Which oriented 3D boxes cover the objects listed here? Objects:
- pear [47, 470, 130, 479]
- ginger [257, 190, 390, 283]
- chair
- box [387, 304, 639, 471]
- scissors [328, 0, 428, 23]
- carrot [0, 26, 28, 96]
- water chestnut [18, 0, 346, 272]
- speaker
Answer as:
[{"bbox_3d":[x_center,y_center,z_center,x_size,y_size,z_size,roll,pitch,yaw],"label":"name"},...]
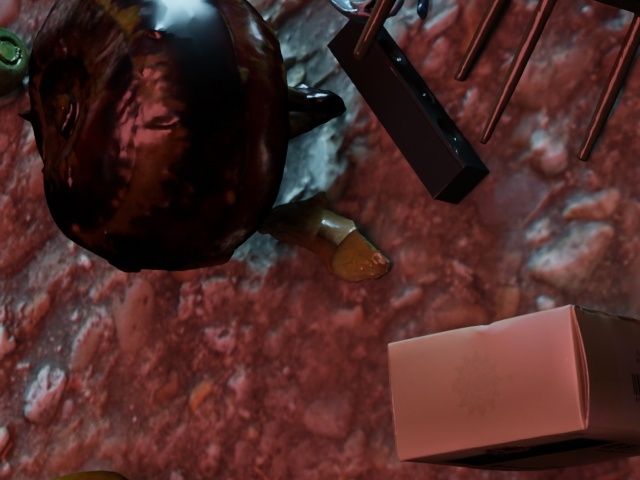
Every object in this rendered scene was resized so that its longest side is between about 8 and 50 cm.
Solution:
[{"bbox_3d":[-0.268,0.368,1.616,0.285,0.285,0.336,17,91,37],"label":"pear"},{"bbox_3d":[0.003,-0.005,1.615,0.137,0.044,0.057,30,120,37],"label":"ginger"},{"bbox_3d":[0.179,-0.225,1.434,0.166,0.188,0.272,38,109,33],"label":"chair"},{"bbox_3d":[0.179,0.117,1.360,0.168,0.212,0.095,-17,72,35],"label":"box"},{"bbox_3d":[0.058,-0.376,1.624,0.180,0.032,0.393,-15,70,16],"label":"scissors"},{"bbox_3d":[-0.429,-0.162,1.950,0.298,0.078,0.078,-15,74,40],"label":"carrot"},{"bbox_3d":[-0.117,-0.108,1.605,0.300,0.300,0.300,-6,79,36],"label":"water chestnut"},{"bbox_3d":[0.075,-0.117,1.579,0.046,0.040,0.191,-46,60,24],"label":"speaker"}]
